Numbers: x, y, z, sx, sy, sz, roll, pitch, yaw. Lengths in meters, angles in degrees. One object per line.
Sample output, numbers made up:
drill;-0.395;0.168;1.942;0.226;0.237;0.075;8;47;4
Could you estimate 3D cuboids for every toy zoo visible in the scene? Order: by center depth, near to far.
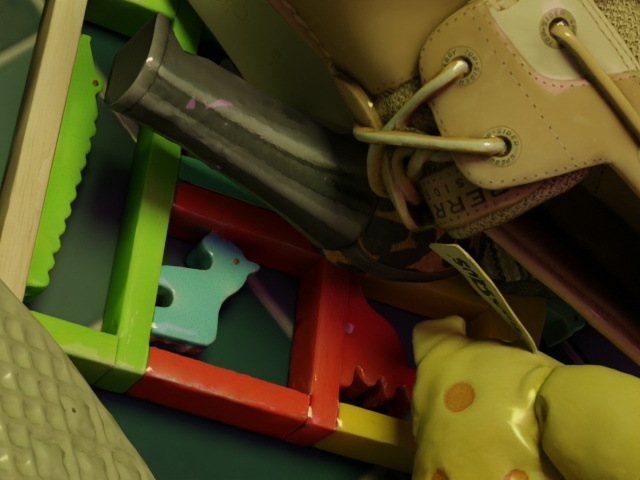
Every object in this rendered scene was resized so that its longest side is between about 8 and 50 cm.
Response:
toy zoo;0.000;0.000;0.653;0.293;0.030;0.192;19;60;-21

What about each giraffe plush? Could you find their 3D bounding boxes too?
giraffe plush;0.067;0.133;0.540;0.210;0.181;0.170;41;77;-6

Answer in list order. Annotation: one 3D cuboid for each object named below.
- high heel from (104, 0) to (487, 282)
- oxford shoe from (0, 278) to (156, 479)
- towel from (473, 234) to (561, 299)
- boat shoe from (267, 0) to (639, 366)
high heel;0.016;-0.111;0.652;0.186;0.093;0.261;32;54;-25
oxford shoe;-0.169;0.073;0.475;0.449;0.130;0.169;54;16;-10
towel;0.195;-0.116;0.757;0.324;0.056;0.312;1;67;-27
boat shoe;0.073;-0.056;0.538;0.341;0.122;0.110;35;63;-18
